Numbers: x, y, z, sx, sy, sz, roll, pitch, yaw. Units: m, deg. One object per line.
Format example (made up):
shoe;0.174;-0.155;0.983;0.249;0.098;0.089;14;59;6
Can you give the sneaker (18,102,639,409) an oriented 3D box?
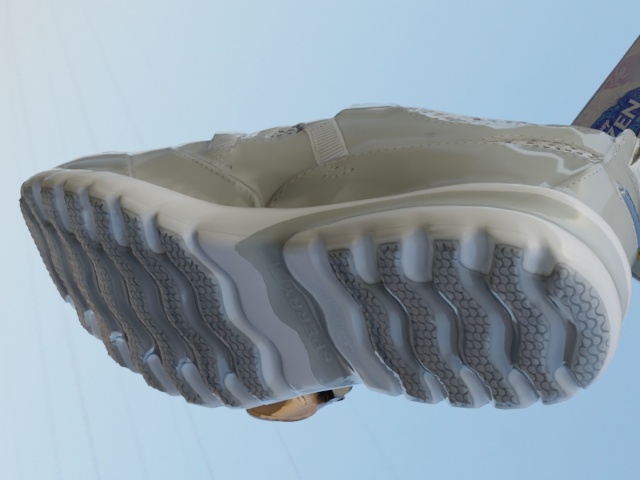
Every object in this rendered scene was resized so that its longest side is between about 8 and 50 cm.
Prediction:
sneaker;0.000;0.000;0.494;0.281;0.105;0.115;6;-143;34

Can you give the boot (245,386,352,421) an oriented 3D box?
boot;-0.025;0.146;1.160;0.087;0.118;0.042;160;-79;-68

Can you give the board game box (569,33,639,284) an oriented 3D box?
board game box;0.297;-0.077;0.647;0.319;0.066;0.318;-53;-146;7
